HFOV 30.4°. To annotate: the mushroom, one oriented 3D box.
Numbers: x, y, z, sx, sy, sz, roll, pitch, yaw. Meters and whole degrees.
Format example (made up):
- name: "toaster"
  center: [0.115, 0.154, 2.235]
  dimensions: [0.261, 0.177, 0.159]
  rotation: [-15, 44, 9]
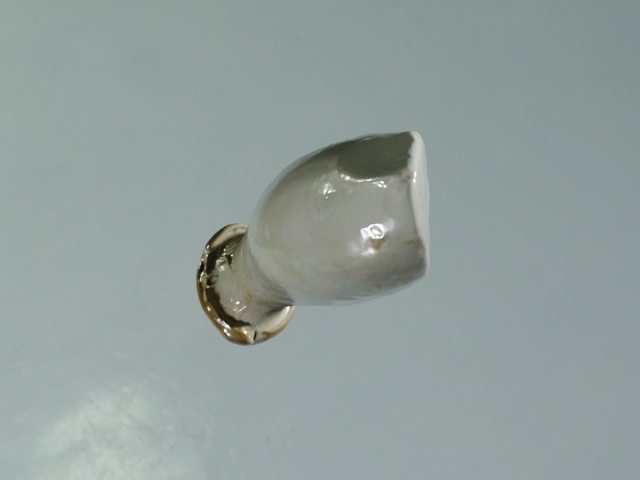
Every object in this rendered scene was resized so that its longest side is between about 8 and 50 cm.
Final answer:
- name: "mushroom"
  center: [0.000, 0.000, 0.935]
  dimensions: [0.128, 0.350, 0.128]
  rotation: [10, 69, -26]
